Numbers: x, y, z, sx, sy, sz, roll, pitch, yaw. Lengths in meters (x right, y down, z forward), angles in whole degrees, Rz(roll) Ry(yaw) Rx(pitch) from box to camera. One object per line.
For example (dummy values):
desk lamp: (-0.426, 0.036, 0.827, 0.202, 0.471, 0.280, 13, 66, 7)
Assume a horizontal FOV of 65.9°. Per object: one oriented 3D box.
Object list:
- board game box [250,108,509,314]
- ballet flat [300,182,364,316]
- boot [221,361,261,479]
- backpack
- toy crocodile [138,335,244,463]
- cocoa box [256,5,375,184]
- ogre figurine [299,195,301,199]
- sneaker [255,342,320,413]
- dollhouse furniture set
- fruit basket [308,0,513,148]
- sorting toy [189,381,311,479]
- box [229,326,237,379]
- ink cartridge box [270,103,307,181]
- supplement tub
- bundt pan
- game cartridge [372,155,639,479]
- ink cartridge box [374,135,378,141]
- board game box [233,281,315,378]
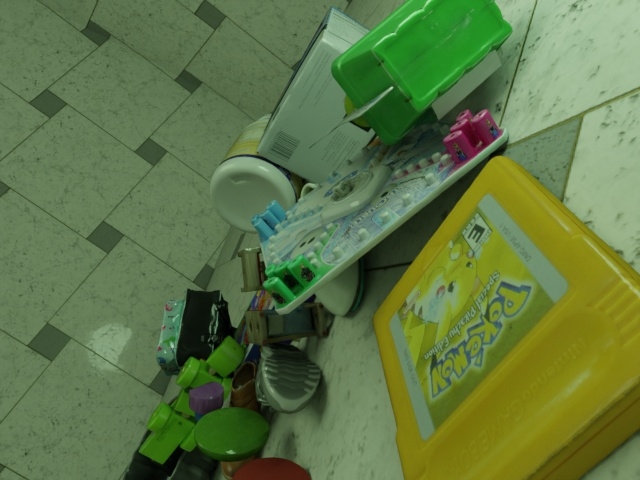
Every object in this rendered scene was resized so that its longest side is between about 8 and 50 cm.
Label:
board game box: (0.050, -0.088, 0.821, 0.390, 0.050, 0.390, -38, 20, 2)
ballet flat: (0.000, 0.000, 1.000, 0.139, 0.139, 0.400, -56, 18, 28)
boot: (-0.160, 0.355, 0.986, 0.197, 0.073, 0.152, -88, 0, -61)
backpack: (-0.317, 0.271, 1.305, 0.253, 0.191, 0.225, 82, -175, -55)
toy crocodile: (-0.295, 0.364, 1.124, 0.340, 0.115, 0.105, -56, 15, 8)
cocoa box: (0.028, -0.349, 1.247, 0.347, 0.232, 0.228, -51, 20, 39)
ogre figurine: (-0.105, -0.093, 1.551, 0.118, 0.097, 0.197, -41, 38, 31)
sneaker: (-0.067, 0.271, 0.917, 0.281, 0.105, 0.115, -172, 95, -83)
dollhouse furniture set: (-0.078, 0.102, 0.967, 0.129, 0.129, 0.183, 161, 103, -68)
fruit basket: (0.139, -0.267, 0.817, 0.327, 0.165, 0.353, -42, 4, -8)
sorting toy: (-0.142, 0.383, 0.837, 0.366, 0.127, 0.126, 26, 116, 53)
box: (-0.319, 0.359, 1.529, 0.207, 0.108, 0.153, -41, 29, 56)
ink cartridge box: (-0.116, -0.295, 1.667, 0.289, 0.211, 0.121, -50, 21, 44)
supplement tub: (-0.157, -0.203, 1.429, 0.241, 0.241, 0.331, -52, 14, 40)
bundt pan: (-0.371, 0.569, 1.280, 0.331, 0.124, 0.330, -42, 24, 24)
game cartridge: (0.160, 0.092, 0.496, 0.285, 0.053, 0.323, -58, 16, 24)
ink cartridge box: (0.127, -0.193, 1.071, 0.115, 0.029, 0.062, -52, 20, 37)
board game box: (-0.103, 0.151, 1.203, 0.347, 0.078, 0.233, -62, 16, 10)
